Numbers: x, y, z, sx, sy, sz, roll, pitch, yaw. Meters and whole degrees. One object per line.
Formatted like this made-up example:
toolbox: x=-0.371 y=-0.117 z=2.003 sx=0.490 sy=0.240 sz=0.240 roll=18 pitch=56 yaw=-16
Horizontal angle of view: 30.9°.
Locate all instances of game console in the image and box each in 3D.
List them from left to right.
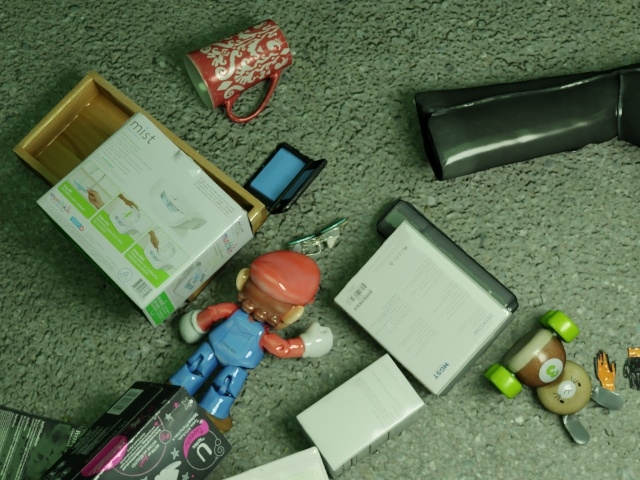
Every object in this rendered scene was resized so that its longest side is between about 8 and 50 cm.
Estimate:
game console: x=-0.062 y=-0.112 z=2.010 sx=0.071 sy=0.107 sz=0.122 roll=42 pitch=76 yaw=-14

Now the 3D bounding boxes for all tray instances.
tray: x=-0.313 y=-0.097 z=2.015 sx=0.411 sy=0.076 sz=0.203 roll=38 pitch=76 yaw=14

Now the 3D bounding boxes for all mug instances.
mug: x=-0.140 y=-0.306 z=2.079 sx=0.169 sy=0.150 sz=0.113 roll=-29 pitch=35 yaw=-12

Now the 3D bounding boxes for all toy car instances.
toy car: x=0.383 y=0.229 z=1.838 sx=0.155 sy=0.149 sz=0.188 roll=-44 pitch=86 yaw=1

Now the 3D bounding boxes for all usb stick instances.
usb stick: x=0.212 y=0.039 z=1.954 sx=0.278 sy=0.045 sz=0.077 roll=42 pitch=79 yaw=15

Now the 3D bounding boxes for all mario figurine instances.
mario figurine: x=-0.110 y=0.159 z=1.911 sx=0.198 sy=0.170 sz=0.320 roll=39 pitch=86 yaw=-22

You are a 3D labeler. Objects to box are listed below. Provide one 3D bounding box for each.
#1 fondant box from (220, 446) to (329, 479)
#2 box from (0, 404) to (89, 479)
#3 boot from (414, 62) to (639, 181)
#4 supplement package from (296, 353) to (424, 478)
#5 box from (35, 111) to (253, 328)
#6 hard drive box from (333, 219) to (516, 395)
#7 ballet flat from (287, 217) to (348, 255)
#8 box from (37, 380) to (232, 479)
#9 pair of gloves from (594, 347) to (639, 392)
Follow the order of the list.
fondant box: x=-0.093 y=0.405 z=1.689 sx=0.238 sy=0.330 sz=0.096 roll=-19 pitch=71 yaw=-3
box: x=-0.482 y=0.407 z=1.829 sx=0.184 sy=0.103 sz=0.261 roll=13 pitch=71 yaw=10
boot: x=0.400 y=-0.178 z=1.892 sx=0.445 sy=0.367 sz=0.146 roll=-7 pitch=113 yaw=-3
supplement package: x=0.064 y=0.281 z=1.844 sx=0.179 sy=0.105 sz=0.105 roll=-33 pitch=73 yaw=-9
box: x=-0.283 y=-0.036 z=1.886 sx=0.262 sy=0.127 sz=0.231 roll=42 pitch=77 yaw=16
hard drive box: x=0.170 y=0.111 z=1.884 sx=0.232 sy=0.089 sz=0.181 roll=43 pitch=95 yaw=16
ballet flat: x=0.000 y=0.000 z=1.987 sx=0.114 sy=0.041 sz=0.041 roll=-24 pitch=71 yaw=-5
box: x=-0.288 y=0.350 z=1.759 sx=0.247 sy=0.163 sz=0.142 roll=-45 pitch=113 yaw=-29
pair of gloves: x=0.493 y=0.213 z=1.897 sx=0.083 sy=0.010 sz=0.074 roll=-4 pitch=69 yaw=-2
